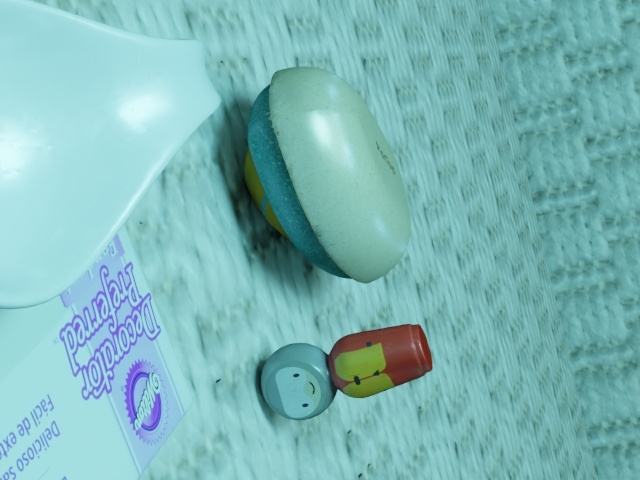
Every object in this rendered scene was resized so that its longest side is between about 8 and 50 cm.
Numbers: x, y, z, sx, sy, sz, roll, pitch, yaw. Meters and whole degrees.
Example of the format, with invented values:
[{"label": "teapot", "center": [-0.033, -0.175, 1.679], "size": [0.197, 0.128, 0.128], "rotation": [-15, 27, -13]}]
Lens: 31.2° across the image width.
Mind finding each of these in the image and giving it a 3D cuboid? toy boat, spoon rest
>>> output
[{"label": "toy boat", "center": [0.000, 0.000, 1.043], "size": [0.267, 0.148, 0.318], "rotation": [51, 25, -59]}, {"label": "spoon rest", "center": [-0.117, -0.060, 0.550], "size": [0.276, 0.084, 0.137], "rotation": [-49, 124, -67]}]

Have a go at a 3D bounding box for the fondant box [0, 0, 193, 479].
[{"label": "fondant box", "center": [-0.196, 0.003, 0.562], "size": [0.238, 0.096, 0.330], "rotation": [-56, 131, -63]}]
